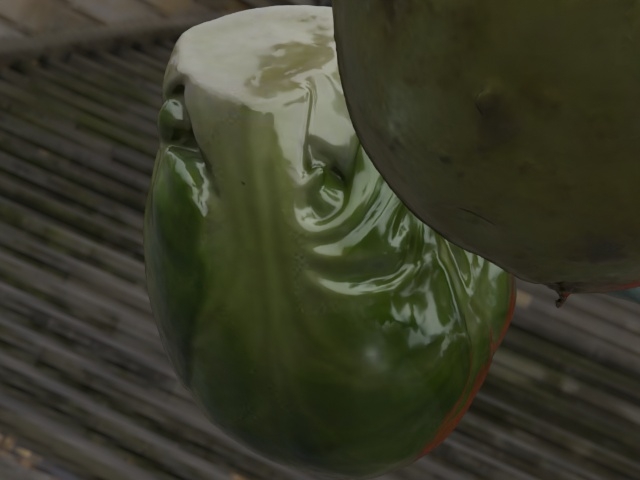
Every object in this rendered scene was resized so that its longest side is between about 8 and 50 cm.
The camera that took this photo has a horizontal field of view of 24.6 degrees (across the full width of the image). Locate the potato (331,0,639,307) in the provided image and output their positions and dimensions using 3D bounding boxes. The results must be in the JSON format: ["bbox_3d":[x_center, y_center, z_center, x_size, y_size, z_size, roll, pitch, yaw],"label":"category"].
[{"bbox_3d":[0.089,-0.136,0.431,0.173,0.307,0.210,16,38,35],"label":"potato"}]

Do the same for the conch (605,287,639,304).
[{"bbox_3d":[0.176,-0.022,0.823,0.221,0.121,0.185,9,53,-50],"label":"conch"}]

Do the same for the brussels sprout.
[{"bbox_3d":[-0.002,-0.002,1.132,0.281,0.289,0.354,2,-57,33],"label":"brussels sprout"}]
